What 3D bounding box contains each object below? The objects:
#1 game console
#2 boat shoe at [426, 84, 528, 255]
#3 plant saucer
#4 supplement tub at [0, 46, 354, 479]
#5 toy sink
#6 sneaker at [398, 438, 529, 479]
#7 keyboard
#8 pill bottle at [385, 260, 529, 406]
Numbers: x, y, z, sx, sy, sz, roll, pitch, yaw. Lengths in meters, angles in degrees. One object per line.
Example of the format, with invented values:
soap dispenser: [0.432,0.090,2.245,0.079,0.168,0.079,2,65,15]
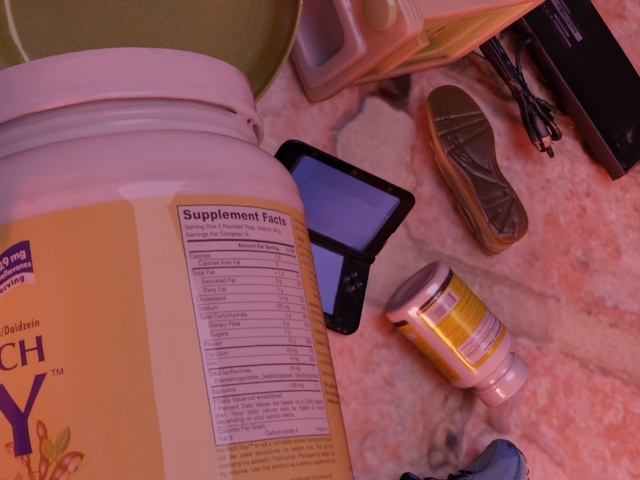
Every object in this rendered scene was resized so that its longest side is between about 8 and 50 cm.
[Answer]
game console: [0.000,0.000,0.957,0.122,0.071,0.107,23,62,-22]
boat shoe: [0.129,-0.061,1.082,0.056,0.048,0.153,-22,78,-23]
plant saucer: [-0.133,-0.183,0.904,0.241,0.037,0.241,0,92,-3]
supplement tub: [-0.113,0.076,0.757,0.241,0.241,0.331,-2,74,-32]
toy sink: [0.047,-0.204,1.011,0.234,0.153,0.131,-17,82,-36]
sneaker: [0.097,0.198,0.952,0.162,0.063,0.073,-38,91,-36]
keyboard: [0.203,-0.194,1.177,0.201,0.033,0.317,-36,92,-43]
pill bottle: [0.113,0.078,1.002,0.116,0.065,0.065,47,56,-9]
